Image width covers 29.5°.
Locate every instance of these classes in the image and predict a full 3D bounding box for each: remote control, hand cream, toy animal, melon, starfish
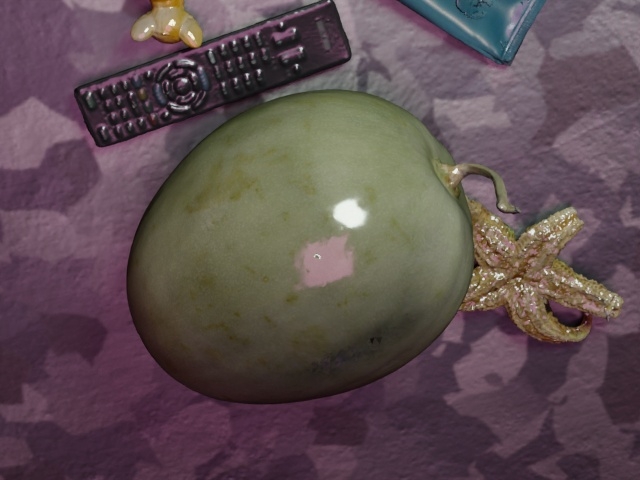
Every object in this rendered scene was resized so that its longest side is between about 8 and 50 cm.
[{"bbox_3d":[-0.095,-0.147,1.066,0.245,0.025,0.063,-18,110,2],"label":"remote control"},{"bbox_3d":[0.088,-0.231,1.044,0.224,0.048,0.083,23,104,-16],"label":"hand cream"},{"bbox_3d":[-0.133,-0.202,1.022,0.060,0.081,0.083,-6,89,-4],"label":"toy animal"},{"bbox_3d":[-0.014,0.007,1.007,0.308,0.272,0.271,-22,109,-3],"label":"melon"},{"bbox_3d":[0.186,0.026,1.132,0.150,0.053,0.209,-42,105,6],"label":"starfish"}]
